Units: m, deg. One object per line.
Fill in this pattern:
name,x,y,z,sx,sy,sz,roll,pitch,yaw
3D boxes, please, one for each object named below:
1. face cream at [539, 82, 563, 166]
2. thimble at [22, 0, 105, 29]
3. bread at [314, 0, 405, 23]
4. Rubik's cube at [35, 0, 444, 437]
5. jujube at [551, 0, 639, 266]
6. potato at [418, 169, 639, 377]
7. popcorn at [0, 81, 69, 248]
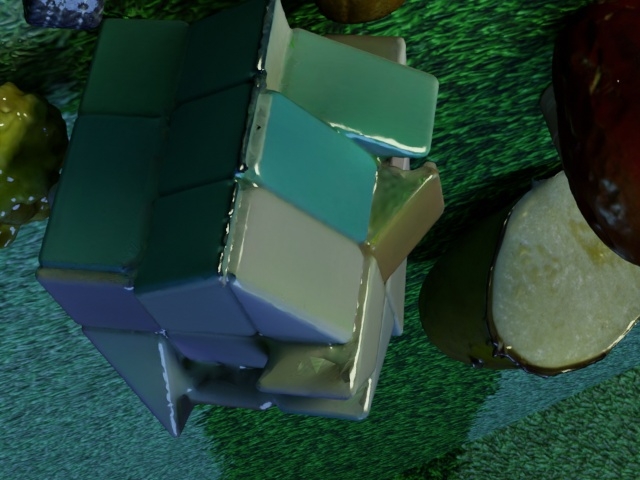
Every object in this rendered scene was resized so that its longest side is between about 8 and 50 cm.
face cream,0.366,-0.156,1.612,0.149,0.104,0.149,-15,159,-6
thimble,-0.205,-0.224,1.006,0.066,0.104,0.095,-1,152,-19
bread,0.018,-0.285,1.052,0.124,0.084,0.344,-19,159,1
Rubik's cube,-0.071,-0.014,1.186,0.358,0.387,0.368,5,157,14
jujube,0.373,-0.120,1.407,0.223,0.318,0.223,-14,159,-5
potato,0.328,0.032,1.982,0.397,0.290,0.296,-51,-162,-12
popcorn,-0.330,-0.070,1.221,0.198,0.155,0.197,-13,168,-3
